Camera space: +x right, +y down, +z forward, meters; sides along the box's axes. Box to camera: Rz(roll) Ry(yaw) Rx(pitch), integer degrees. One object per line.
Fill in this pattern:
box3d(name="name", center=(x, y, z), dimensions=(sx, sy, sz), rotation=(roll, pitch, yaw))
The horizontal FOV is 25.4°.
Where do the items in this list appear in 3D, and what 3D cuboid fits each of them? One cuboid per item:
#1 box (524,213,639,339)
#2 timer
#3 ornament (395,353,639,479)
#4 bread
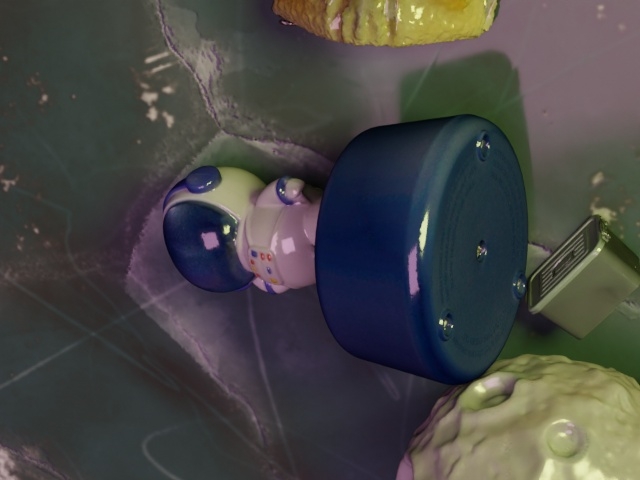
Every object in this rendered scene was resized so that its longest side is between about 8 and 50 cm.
box3d(name="box", center=(0.281, 0.042, 1.505), dimensions=(0.069, 0.084, 0.122), rotation=(37, 116, -11))
box3d(name="timer", center=(0.000, 0.000, 1.497), dimensions=(0.383, 0.270, 0.270), rotation=(4, 112, 30))
box3d(name="ornament", center=(0.228, 0.283, 1.472), dimensions=(0.337, 0.337, 0.337), rotation=(5, 112, 13))
box3d(name="bread", center=(0.051, -0.277, 1.413), dimensions=(0.251, 0.133, 0.174), rotation=(9, 114, 11))
